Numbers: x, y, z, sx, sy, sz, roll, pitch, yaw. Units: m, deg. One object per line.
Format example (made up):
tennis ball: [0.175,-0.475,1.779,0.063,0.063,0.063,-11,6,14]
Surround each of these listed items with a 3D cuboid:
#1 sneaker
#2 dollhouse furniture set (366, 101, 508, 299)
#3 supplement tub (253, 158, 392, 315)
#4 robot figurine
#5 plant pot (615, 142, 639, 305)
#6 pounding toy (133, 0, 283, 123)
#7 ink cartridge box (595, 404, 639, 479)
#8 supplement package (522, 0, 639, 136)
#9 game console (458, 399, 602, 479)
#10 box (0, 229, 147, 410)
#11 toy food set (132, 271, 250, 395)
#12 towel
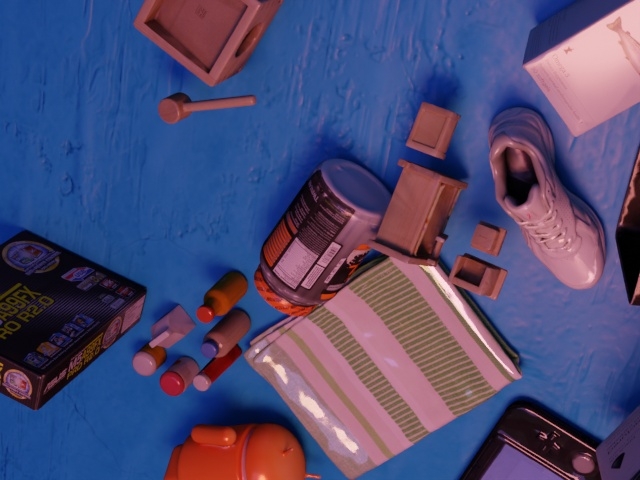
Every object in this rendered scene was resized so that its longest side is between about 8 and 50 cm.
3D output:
sneaker: [0.251,-0.034,1.303,0.090,0.115,0.232,-27,99,29]
dollhouse furniture set: [0.173,-0.045,1.324,0.161,0.101,0.182,25,98,27]
supplement tub: [0.000,0.000,1.422,0.117,0.117,0.190,38,121,4]
robot figurine: [-0.115,0.324,1.599,0.219,0.128,0.158,-11,94,26]
plant pot: [0.425,-0.038,1.201,0.167,0.187,0.188,10,115,4]
pounding toy: [-0.130,-0.238,1.389,0.181,0.094,0.206,38,121,5]
ink cartridge box: [0.440,0.221,1.129,0.166,0.395,0.285,43,101,4]
supplement package: [0.321,-0.211,1.197,0.179,0.105,0.105,-30,109,30]
game console: [0.275,0.400,1.443,0.250,0.173,0.293,31,119,8]
box: [-0.397,0.100,1.541,0.216,0.270,0.060,25,120,12]
toy food set: [-0.183,0.151,1.568,0.232,0.104,0.111,-35,95,30]
towel: [0.079,0.162,1.503,0.325,0.038,0.248,-37,95,30]
